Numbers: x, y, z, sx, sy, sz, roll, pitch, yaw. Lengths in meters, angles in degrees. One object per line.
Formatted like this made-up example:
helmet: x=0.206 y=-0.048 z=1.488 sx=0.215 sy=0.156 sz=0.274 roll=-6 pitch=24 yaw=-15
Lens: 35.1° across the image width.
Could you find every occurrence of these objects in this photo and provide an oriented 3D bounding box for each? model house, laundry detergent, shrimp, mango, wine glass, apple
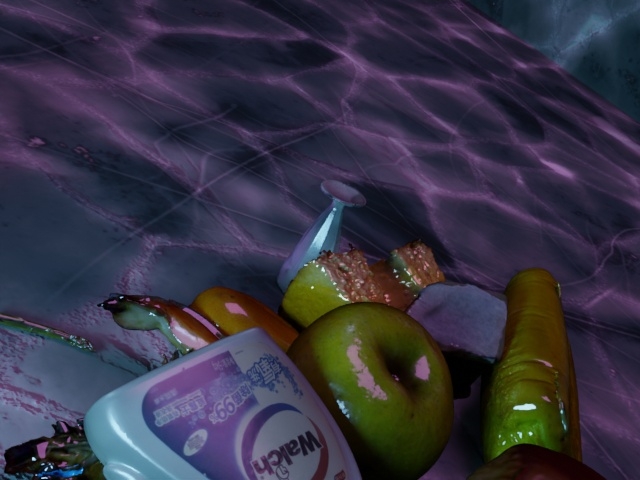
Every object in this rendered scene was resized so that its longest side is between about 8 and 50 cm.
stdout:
model house: x=0.128 y=0.132 z=1.194 sx=0.165 sy=0.152 sz=0.106 roll=14 pitch=43 yaw=-22
laundry detergent: x=-0.062 y=0.232 z=0.877 sx=0.215 sy=0.105 sz=0.281 roll=-21 pitch=76 yaw=-38
shrimp: x=-0.182 y=0.143 z=0.977 sx=0.290 sy=0.054 sz=0.222 roll=-9 pitch=59 yaw=-40
mango: x=-0.080 y=0.114 z=1.139 sx=0.159 sy=0.084 sz=0.105 roll=38 pitch=8 yaw=-12
wine glass: x=0.000 y=0.000 z=1.325 sx=0.073 sy=0.155 sz=0.073 roll=18 pitch=24 yaw=-8
apple: x=0.043 y=0.163 z=1.040 sx=0.196 sy=0.157 sz=0.196 roll=22 pitch=43 yaw=-23

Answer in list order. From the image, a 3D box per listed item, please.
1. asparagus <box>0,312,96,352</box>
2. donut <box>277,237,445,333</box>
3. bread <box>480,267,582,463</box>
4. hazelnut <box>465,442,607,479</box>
asparagus: x=-0.289 y=0.096 z=1.062 sx=0.114 sy=0.014 sz=0.015 roll=18 pitch=61 yaw=-12
donut: x=0.044 y=0.082 z=1.235 sx=0.101 sy=0.152 sz=0.259 roll=53 pitch=31 yaw=18
bread: x=0.255 y=0.173 z=1.244 sx=0.112 sy=0.166 sz=0.383 roll=-9 pitch=22 yaw=16
hazelnut: x=0.208 y=0.300 z=0.926 sx=0.208 sy=0.208 sz=0.208 roll=20 pitch=27 yaw=-11
